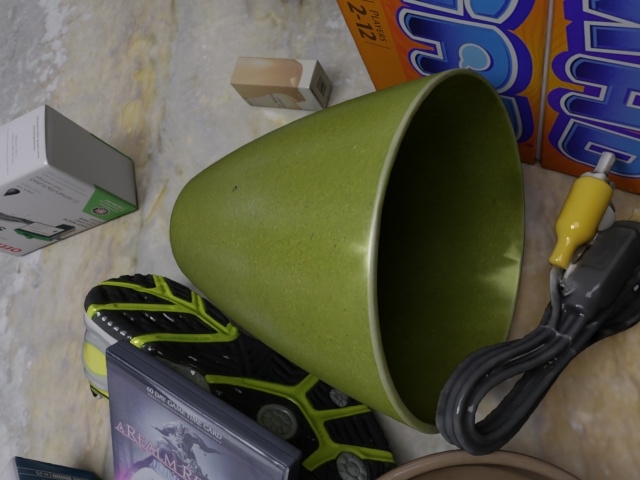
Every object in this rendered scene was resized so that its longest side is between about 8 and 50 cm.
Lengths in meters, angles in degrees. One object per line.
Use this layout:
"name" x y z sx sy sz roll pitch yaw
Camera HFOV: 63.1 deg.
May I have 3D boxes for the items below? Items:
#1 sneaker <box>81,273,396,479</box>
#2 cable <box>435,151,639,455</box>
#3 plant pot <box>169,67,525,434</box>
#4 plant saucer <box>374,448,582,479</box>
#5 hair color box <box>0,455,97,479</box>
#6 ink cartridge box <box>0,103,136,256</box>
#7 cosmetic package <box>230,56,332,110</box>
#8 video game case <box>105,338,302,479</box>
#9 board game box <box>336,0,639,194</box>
"sneaker" -0.092 0.181 0.539 0.384 0.145 0.147 31 118 23
"cable" 0.196 0.065 0.437 0.287 0.139 0.072 -45 29 -15
"plant pot" 0.000 0.000 0.492 0.293 0.274 0.275 5 74 38
"plant saucer" 0.116 0.292 0.398 0.277 0.041 0.278 0 90 -1
"hair color box" -0.246 0.366 0.455 0.347 0.105 0.174 21 79 52
"ink cartridge box" -0.388 -0.068 0.697 0.219 0.160 0.093 -20 67 15
"cosmetic package" -0.050 -0.199 0.665 0.115 0.060 0.041 10 77 25
"video game case" -0.117 0.242 0.476 0.196 0.026 0.274 23 122 25
"board game box" 0.245 -0.286 0.414 0.356 0.356 0.357 23 83 25
